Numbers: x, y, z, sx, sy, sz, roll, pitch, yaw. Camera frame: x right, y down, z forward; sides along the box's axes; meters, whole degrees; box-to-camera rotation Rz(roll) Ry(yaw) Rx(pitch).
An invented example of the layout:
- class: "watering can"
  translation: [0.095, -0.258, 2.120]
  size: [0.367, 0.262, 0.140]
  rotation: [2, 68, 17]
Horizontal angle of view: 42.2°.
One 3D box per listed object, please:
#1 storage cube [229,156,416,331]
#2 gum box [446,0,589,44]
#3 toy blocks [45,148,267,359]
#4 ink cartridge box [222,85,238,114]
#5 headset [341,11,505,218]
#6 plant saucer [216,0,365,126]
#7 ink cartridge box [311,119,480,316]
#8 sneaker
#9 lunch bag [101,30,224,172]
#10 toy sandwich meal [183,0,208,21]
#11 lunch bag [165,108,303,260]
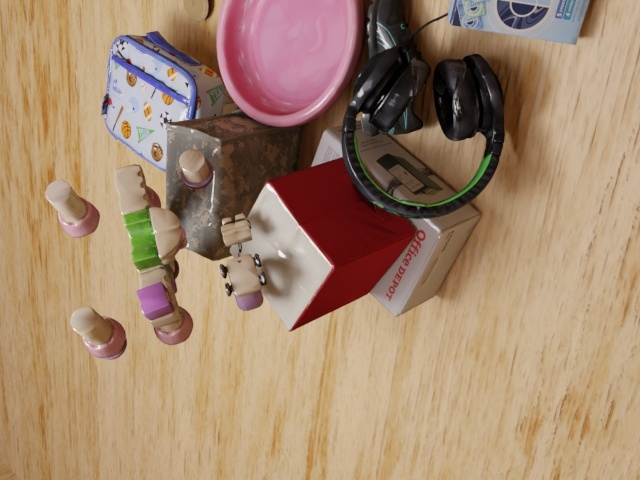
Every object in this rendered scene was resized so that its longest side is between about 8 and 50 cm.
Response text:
- class: "storage cube"
  translation: [0.000, 0.000, 1.359]
  size: [0.184, 0.193, 0.215]
  rotation: [52, 137, 18]
- class: "gum box"
  translation: [0.283, -0.363, 1.141]
  size: [0.041, 0.184, 0.157]
  rotation: [-95, 13, -60]
- class: "toy blocks"
  translation: [-0.258, 0.036, 1.388]
  size: [0.260, 0.308, 0.289]
  rotation: [84, 170, -69]
- class: "ink cartridge box"
  translation: [-0.266, -0.255, 1.800]
  size: [0.139, 0.082, 0.191]
  rotation: [42, 132, 27]
- class: "headset"
  translation: [0.167, -0.232, 1.246]
  size: [0.185, 0.243, 0.395]
  rotation: [129, 149, -83]
- class: "plant saucer"
  translation: [-0.046, -0.369, 1.490]
  size: [0.332, 0.084, 0.333]
  rotation: [2, 93, 39]
- class: "ink cartridge box"
  translation: [0.108, -0.042, 1.466]
  size: [0.289, 0.121, 0.211]
  rotation: [44, 133, 25]
- class: "sneaker"
  translation: [0.129, -0.307, 1.388]
  size: [0.106, 0.101, 0.268]
  rotation: [5, 103, 12]
- class: "lunch bag"
  translation: [-0.334, -0.292, 1.716]
  size: [0.303, 0.114, 0.243]
  rotation: [34, 123, 32]
- class: "toy sandwich meal"
  translation: [-0.256, -0.501, 1.736]
  size: [0.085, 0.029, 0.086]
  rotation: [21, 123, 36]
- class: "lunch bag"
  translation: [-0.149, -0.120, 1.583]
  size: [0.168, 0.287, 0.236]
  rotation: [20, 115, 34]
